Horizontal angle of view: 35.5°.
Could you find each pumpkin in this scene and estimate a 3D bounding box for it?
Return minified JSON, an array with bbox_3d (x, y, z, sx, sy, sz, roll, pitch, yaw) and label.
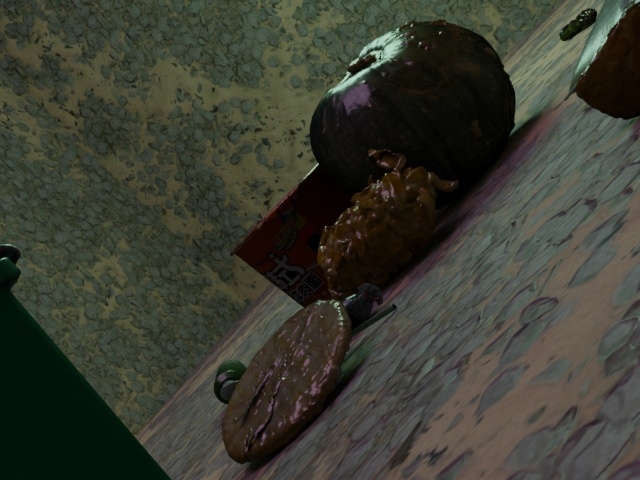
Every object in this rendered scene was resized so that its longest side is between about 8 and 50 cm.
[{"bbox_3d":[0.152,-0.193,1.544,0.328,0.257,0.291,-46,16,-10],"label":"pumpkin"}]

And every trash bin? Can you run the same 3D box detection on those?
[{"bbox_3d":[-0.289,0.219,0.885,0.259,0.381,0.295,-43,3,29],"label":"trash bin"}]

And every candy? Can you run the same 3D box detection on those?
[{"bbox_3d":[0.022,0.110,1.318,0.175,0.045,0.043,-45,18,37],"label":"candy"},{"bbox_3d":[0.012,0.129,1.220,0.202,0.061,0.061,-36,7,24],"label":"candy"}]

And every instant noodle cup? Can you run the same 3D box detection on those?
[{"bbox_3d":[0.000,0.000,1.696,0.250,0.192,0.250,-46,3,3],"label":"instant noodle cup"}]

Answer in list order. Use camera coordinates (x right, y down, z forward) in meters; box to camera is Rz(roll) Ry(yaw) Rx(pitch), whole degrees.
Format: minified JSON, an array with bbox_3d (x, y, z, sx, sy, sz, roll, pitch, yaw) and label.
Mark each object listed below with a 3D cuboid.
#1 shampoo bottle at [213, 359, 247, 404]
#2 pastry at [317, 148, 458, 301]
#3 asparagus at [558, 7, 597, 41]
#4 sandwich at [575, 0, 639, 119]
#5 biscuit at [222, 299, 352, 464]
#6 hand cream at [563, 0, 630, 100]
[{"bbox_3d":[-0.152,0.248,1.740,0.065,0.065,0.204,-46,3,-3],"label":"shampoo bottle"},{"bbox_3d":[0.085,-0.026,1.388,0.250,0.102,0.154,-52,27,43],"label":"pastry"},{"bbox_3d":[0.512,-0.430,1.979,0.036,0.030,0.165,-22,-1,-5],"label":"asparagus"},{"bbox_3d":[0.364,-0.246,0.960,0.226,0.087,0.251,-42,5,42],"label":"sandwich"},{"bbox_3d":[-0.040,0.158,1.146,0.220,0.033,0.220,-42,23,23],"label":"biscuit"},{"bbox_3d":[0.395,-0.302,1.241,0.306,0.093,0.147,-49,-5,-32],"label":"hand cream"}]
